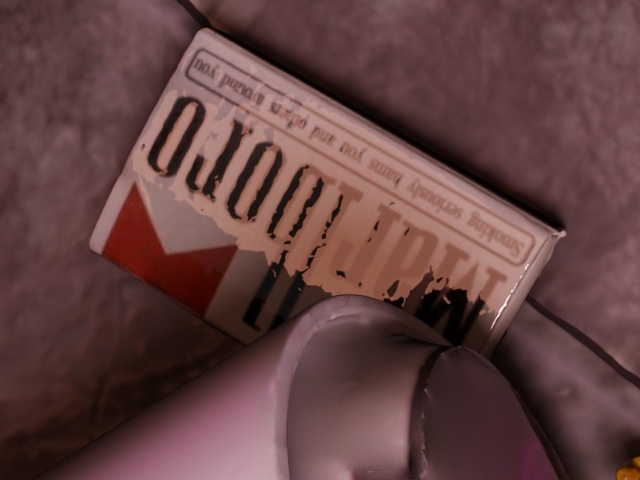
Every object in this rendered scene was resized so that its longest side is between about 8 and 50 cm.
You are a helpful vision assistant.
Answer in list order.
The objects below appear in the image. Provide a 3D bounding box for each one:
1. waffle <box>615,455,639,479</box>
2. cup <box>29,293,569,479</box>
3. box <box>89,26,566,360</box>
[{"bbox_3d":[0.236,0.102,0.630,0.229,0.051,0.231,31,99,13],"label":"waffle"},{"bbox_3d":[-0.061,0.206,0.613,0.372,0.253,0.253,-32,83,23],"label":"cup"},{"bbox_3d":[0.000,0.000,0.702,0.177,0.036,0.115,30,100,12],"label":"box"}]
